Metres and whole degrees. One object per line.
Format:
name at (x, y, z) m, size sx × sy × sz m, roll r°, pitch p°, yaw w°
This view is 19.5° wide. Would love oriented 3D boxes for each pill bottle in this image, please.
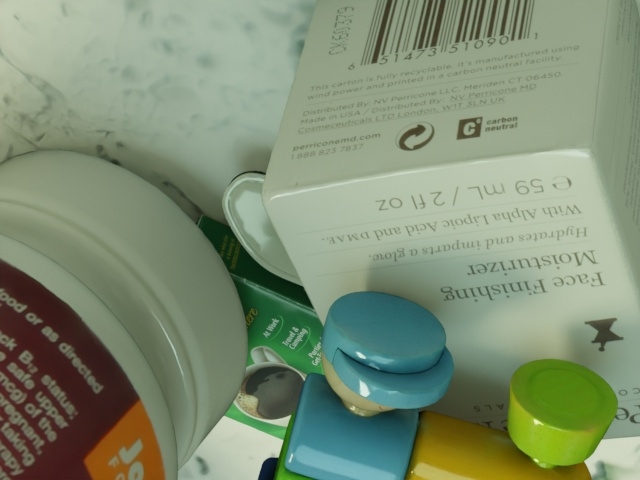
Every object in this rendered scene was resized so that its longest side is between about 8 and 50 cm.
pill bottle at (-0.208, 0.128, 0.884) m, size 0.224 × 0.392 × 0.224 m, roll 16°, pitch 127°, yaw 22°

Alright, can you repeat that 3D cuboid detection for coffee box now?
coffee box at (-0.009, 0.065, 1.052) m, size 0.184 × 0.040 × 0.113 m, roll 23°, pitch 134°, yaw -10°

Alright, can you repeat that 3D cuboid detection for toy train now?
toy train at (0.099, 0.115, 0.829) m, size 0.248 × 0.105 × 0.143 m, roll 15°, pitch 124°, yaw -1°

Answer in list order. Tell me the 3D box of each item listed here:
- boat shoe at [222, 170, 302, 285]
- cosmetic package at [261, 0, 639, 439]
boat shoe at (0.000, 0.000, 0.989) m, size 0.125 × 0.038 × 0.046 m, roll 32°, pitch 113°, yaw -20°
cosmetic package at (0.083, -0.015, 0.874) m, size 0.151 × 0.151 × 0.184 m, roll -8°, pitch 131°, yaw 21°
